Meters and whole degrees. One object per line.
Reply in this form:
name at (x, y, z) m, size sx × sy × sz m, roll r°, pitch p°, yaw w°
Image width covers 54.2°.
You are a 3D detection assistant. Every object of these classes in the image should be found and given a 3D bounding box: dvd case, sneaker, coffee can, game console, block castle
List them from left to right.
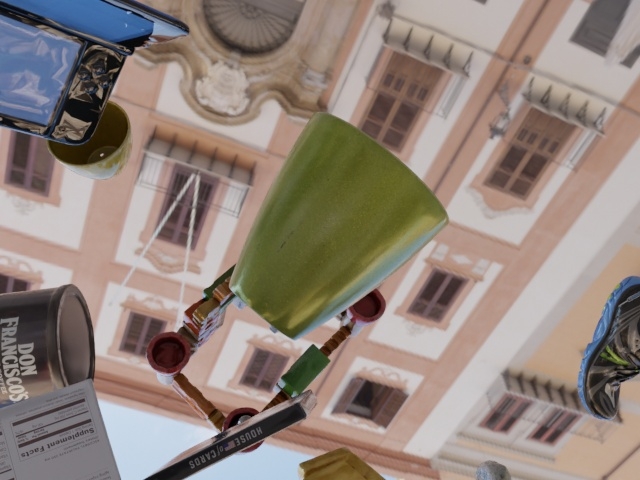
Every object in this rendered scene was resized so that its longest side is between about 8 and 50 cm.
coffee can at (-0.536, 0.188, 1.023) m, size 0.276 × 0.201 × 0.201 m, roll -7°, pitch -142°, yaw -5°
game console at (-0.345, -0.213, 0.712) m, size 0.293 × 0.250 × 0.173 m, roll 12°, pitch -151°, yaw -42°
dvd case at (-0.122, 0.289, 0.916) m, size 0.029 × 0.239 × 0.179 m, roll 63°, pitch 180°, yaw 9°
block castle at (-0.109, 0.193, 1.318) m, size 0.303 × 0.212 × 0.453 m, roll 42°, pitch -118°, yaw 10°
sneaker at (0.364, 0.137, 0.745) m, size 0.067 × 0.188 × 0.078 m, roll -6°, pitch -155°, yaw -43°

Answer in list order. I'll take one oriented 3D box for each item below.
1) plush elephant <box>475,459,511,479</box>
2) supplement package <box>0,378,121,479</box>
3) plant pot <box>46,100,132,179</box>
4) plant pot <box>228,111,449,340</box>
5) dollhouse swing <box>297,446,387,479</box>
plush elephant at (0.253, 0.426, 0.763) m, size 0.330 × 0.271 × 0.255 m, roll 10°, pitch 166°, yaw 23°
supplement package at (-0.368, 0.281, 0.692) m, size 0.262 × 0.204 × 0.145 m, roll -15°, pitch -106°, yaw -26°
plant pot at (-0.371, -0.154, 1.045) m, size 0.134 × 0.095 × 0.134 m, roll -1°, pitch -117°, yaw 2°
plant pot at (0.000, 0.000, 0.983) m, size 0.275 × 0.293 × 0.275 m, roll 40°, pitch 176°, yaw 4°
dollhouse swing at (0.050, 0.583, 1.079) m, size 0.305 × 0.315 × 0.347 m, roll -32°, pitch -153°, yaw -24°
